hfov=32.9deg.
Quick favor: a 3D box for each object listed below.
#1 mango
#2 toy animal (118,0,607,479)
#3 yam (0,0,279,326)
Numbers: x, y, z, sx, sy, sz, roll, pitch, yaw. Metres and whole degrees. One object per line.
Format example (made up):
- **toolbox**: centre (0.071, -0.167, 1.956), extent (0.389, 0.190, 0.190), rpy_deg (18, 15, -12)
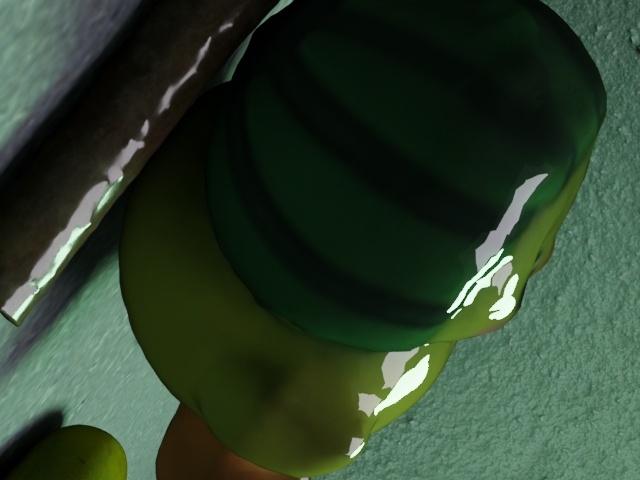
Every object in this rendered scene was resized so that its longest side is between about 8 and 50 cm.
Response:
- **mango**: centre (-0.188, 0.187, 0.750), extent (0.191, 0.085, 0.122), rpy_deg (-71, -177, -70)
- **toy animal**: centre (-0.002, -0.002, 0.559), extent (0.216, 0.191, 0.338), rpy_deg (-56, -178, -41)
- **yam**: centre (-0.036, -0.105, 0.454), extent (0.327, 0.045, 0.045), rpy_deg (-53, -154, -14)
